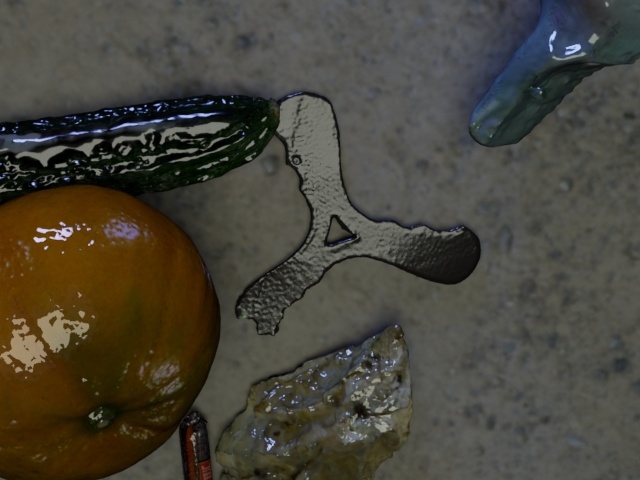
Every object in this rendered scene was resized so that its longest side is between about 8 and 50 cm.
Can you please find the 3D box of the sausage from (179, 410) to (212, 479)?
[{"bbox_3d":[-0.097,0.234,1.080,0.028,0.025,0.198,-17,110,-31],"label":"sausage"}]

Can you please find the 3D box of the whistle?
[{"bbox_3d":[0.224,-0.199,0.901,0.189,0.189,0.348,24,114,-9],"label":"whistle"}]

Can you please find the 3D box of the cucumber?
[{"bbox_3d":[-0.160,-0.064,0.968,0.265,0.077,0.077,-7,106,-2],"label":"cucumber"}]

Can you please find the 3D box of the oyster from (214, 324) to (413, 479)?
[{"bbox_3d":[0.002,0.167,1.043,0.209,0.072,0.133,-28,102,7],"label":"oyster"}]

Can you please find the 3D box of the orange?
[{"bbox_3d":[-0.182,0.076,0.933,0.240,0.171,0.240,-19,139,-18],"label":"orange"}]

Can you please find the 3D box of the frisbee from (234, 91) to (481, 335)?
[{"bbox_3d":[0.000,0.000,1.025,0.187,0.012,0.211,-42,104,10],"label":"frisbee"}]
